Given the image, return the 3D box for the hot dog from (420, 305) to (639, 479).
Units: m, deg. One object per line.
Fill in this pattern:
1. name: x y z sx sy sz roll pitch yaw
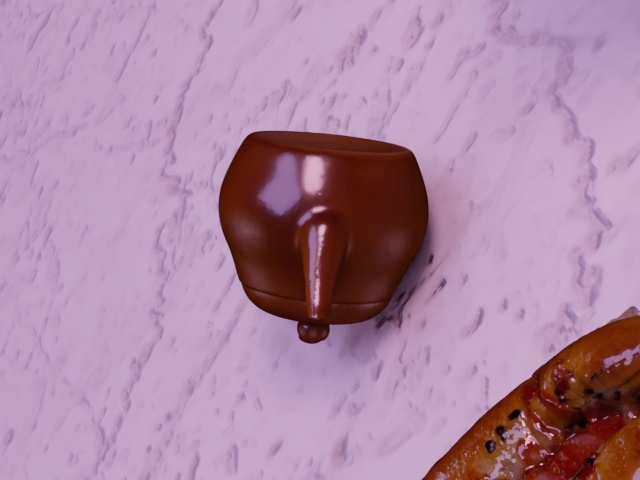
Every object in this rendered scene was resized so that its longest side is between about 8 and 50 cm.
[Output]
1. hot dog: 0.080 0.139 0.653 0.268 0.075 0.144 -55 34 15

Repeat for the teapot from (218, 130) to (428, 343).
1. teapot: 0.000 0.000 0.846 0.116 0.116 0.173 -58 7 8
